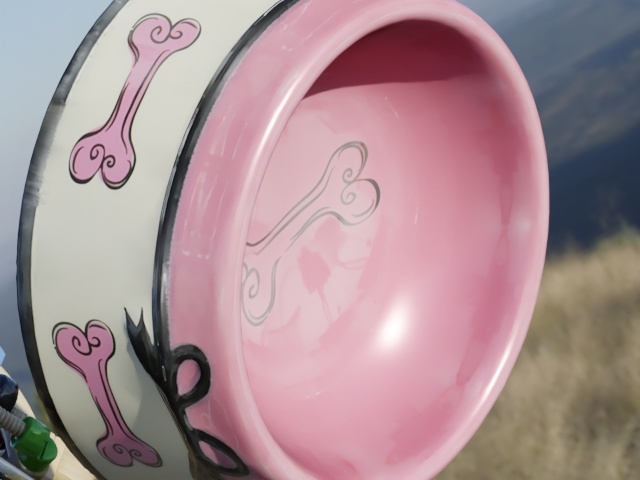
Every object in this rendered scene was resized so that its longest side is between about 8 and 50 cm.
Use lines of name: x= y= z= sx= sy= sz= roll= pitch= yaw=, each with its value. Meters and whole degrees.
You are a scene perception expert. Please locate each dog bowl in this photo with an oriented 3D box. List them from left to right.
dog bowl: x=0.000 y=0.000 z=1.272 sx=0.150 sy=0.408 sz=0.408 roll=12 pitch=30 yaw=40

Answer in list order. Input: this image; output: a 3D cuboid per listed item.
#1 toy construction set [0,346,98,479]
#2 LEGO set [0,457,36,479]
toy construction set: x=-0.336 y=0.285 z=1.971 sx=0.309 sy=0.237 sz=0.257 roll=-49 pitch=25 yaw=9
LEGO set: x=-0.307 y=0.168 z=1.091 sx=0.255 sy=0.192 sz=0.331 roll=-59 pitch=-8 yaw=6
